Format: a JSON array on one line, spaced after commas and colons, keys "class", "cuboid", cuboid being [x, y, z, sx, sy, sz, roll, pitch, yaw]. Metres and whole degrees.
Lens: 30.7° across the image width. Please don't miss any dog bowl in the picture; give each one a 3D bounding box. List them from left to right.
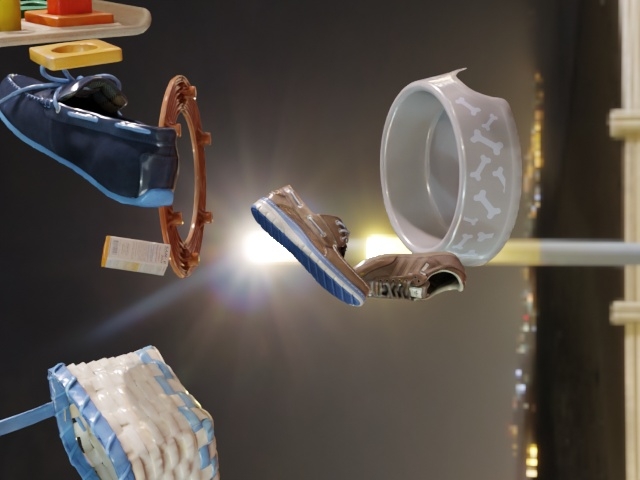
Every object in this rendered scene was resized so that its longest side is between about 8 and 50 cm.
[{"class": "dog bowl", "cuboid": [0.213, -0.124, 2.022, 0.348, 0.102, 0.349, 175, 90, -67]}]

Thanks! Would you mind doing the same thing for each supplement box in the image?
[{"class": "supplement box", "cuboid": [-0.283, 0.023, 1.788, 0.062, 0.098, 0.036, 133, 144, -69]}]

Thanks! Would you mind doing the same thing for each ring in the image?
[{"class": "ring", "cuboid": [-0.219, -0.105, 1.941, 0.336, 0.032, 0.337, -2, -90, -84]}]

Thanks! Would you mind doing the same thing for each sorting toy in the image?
[{"class": "sorting toy", "cuboid": [-0.284, -0.213, 1.088, 0.196, 0.347, 0.047, -20, -63, -39]}]

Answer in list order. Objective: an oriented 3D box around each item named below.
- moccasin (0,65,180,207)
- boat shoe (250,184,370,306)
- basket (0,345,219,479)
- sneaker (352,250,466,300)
[{"class": "moccasin", "cuboid": [-0.283, -0.155, 1.483, 0.137, 0.342, 0.117, -7, -60, -53]}, {"class": "boat shoe", "cuboid": [0.000, 0.000, 1.391, 0.066, 0.183, 0.066, -42, -16, -16]}, {"class": "basket", "cuboid": [-0.285, 0.277, 1.451, 0.255, 0.288, 0.201, 46, 144, 44]}, {"class": "sneaker", "cuboid": [0.132, 0.060, 1.787, 0.071, 0.188, 0.066, -113, 14, -55]}]
